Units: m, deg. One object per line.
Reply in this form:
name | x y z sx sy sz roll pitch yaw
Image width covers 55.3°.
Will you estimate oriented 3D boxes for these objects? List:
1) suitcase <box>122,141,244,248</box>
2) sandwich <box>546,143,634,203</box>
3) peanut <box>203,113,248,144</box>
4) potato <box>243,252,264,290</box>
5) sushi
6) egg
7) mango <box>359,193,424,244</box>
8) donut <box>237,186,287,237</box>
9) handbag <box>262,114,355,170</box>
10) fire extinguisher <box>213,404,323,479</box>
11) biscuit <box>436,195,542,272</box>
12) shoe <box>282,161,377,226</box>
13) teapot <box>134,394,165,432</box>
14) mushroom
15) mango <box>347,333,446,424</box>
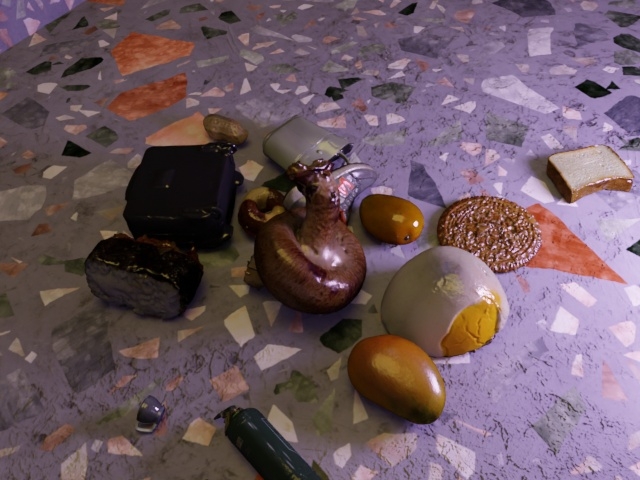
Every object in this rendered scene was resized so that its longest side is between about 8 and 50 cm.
suitcase | -0.427 -0.143 1.894 0.340 0.188 0.345 1 51 5
sandwich | 0.835 -0.212 1.908 0.215 0.065 0.186 -15 49 -6
peanut | -0.341 -0.395 2.169 0.194 0.083 0.093 27 43 27
potato | -0.169 0.094 1.751 0.101 0.089 0.172 18 18 -6
sushi | -0.501 0.095 1.715 0.344 0.196 0.182 14 33 11
egg | 0.325 0.128 1.581 0.337 0.201 0.337 -2 47 2
mango | 0.201 -0.066 1.812 0.221 0.120 0.151 24 52 32
donut | -0.172 -0.090 1.882 0.166 0.073 0.184 13 46 -1
handbag | -0.025 -0.285 2.040 0.315 0.109 0.241 36 62 25
fire extinguisher | -0.131 0.478 1.395 0.311 0.114 0.095 40 24 31
biscuit | 0.497 -0.027 1.799 0.305 0.038 0.305 -3 49 3
shoe | 0.061 -0.121 1.872 0.337 0.132 0.171 -21 72 -27
teapot | -0.416 0.428 1.491 0.057 0.066 0.088 23 76 3
mushroom | 0.004 0.004 1.619 0.334 0.331 0.356 46 104 14
mango | 0.188 0.323 1.467 0.255 0.139 0.175 27 69 16
